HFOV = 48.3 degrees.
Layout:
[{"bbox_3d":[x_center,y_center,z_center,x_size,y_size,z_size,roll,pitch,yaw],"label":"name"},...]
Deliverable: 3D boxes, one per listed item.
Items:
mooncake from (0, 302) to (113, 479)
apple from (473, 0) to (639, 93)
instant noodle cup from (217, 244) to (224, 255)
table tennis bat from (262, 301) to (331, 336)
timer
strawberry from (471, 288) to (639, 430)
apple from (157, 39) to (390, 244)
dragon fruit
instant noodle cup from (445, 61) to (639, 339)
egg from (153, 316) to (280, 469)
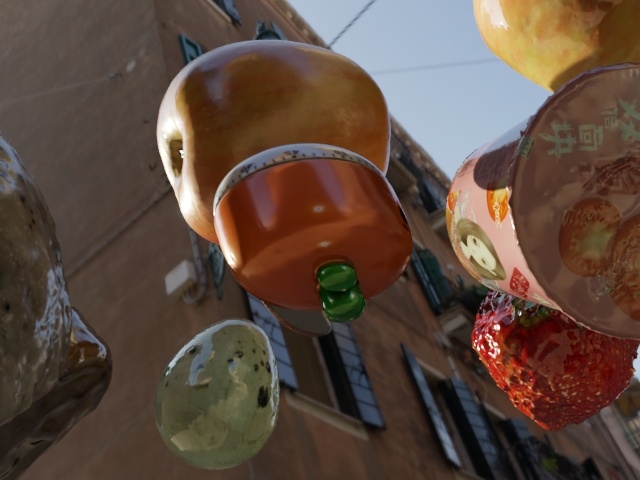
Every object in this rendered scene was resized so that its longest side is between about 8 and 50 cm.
[{"bbox_3d":[-0.408,0.200,0.922,0.284,0.155,0.284,-43,-14,-14],"label":"mooncake"},{"bbox_3d":[0.411,-0.366,0.984,0.392,0.391,0.346,3,-50,-24],"label":"apple"},{"bbox_3d":[-0.080,-0.038,1.225,0.205,0.204,0.153,-19,-6,0],"label":"instant noodle cup"},{"bbox_3d":[-0.024,0.121,1.398,0.022,0.173,0.301,-45,-32,19],"label":"table tennis bat"},{"bbox_3d":[0.000,0.000,0.471,0.136,0.136,0.099,-8,-48,-13],"label":"timer"},{"bbox_3d":[0.372,0.171,1.115,0.257,0.257,0.276,-18,-72,-2],"label":"strawberry"},{"bbox_3d":[-0.052,-0.110,0.811,0.241,0.242,0.242,-9,-42,-23],"label":"apple"},{"bbox_3d":[-0.287,-0.010,0.482,0.204,0.283,0.221,-10,-70,-45],"label":"dragon fruit"},{"bbox_3d":[0.254,-0.031,0.721,0.243,0.242,0.231,-10,0,-11],"label":"instant noodle cup"},{"bbox_3d":[-0.099,0.153,0.737,0.131,0.164,0.131,15,-31,9],"label":"egg"}]
